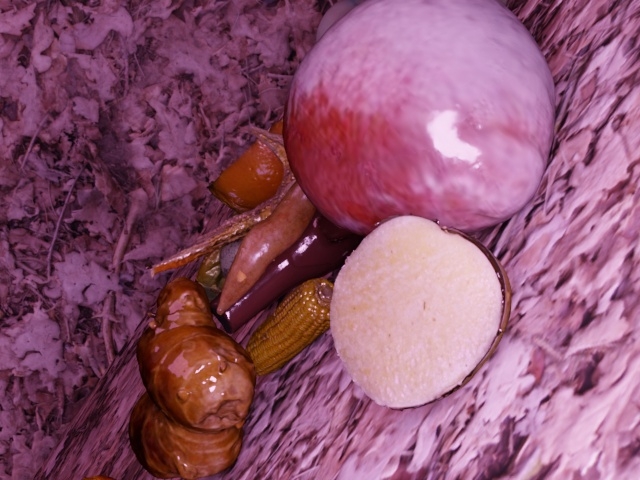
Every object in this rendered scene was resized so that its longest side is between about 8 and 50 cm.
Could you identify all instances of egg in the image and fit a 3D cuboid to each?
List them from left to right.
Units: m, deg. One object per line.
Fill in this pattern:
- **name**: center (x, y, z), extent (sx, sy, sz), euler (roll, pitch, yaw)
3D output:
- **egg**: center (-0.116, 0.038, 2.023), extent (0.132, 0.132, 0.172), euler (-57, 22, -4)

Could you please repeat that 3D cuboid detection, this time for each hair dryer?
- **hair dryer**: center (0.000, 0.000, 1.581), extent (0.312, 0.123, 0.340), euler (-42, 6, -23)

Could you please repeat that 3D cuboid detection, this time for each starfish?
- **starfish**: center (-0.114, -0.077, 1.880), extent (0.383, 0.132, 0.398), euler (-31, 19, 14)

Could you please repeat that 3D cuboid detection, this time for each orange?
- **orange**: center (-0.105, -0.163, 2.219), extent (0.310, 0.274, 0.274), euler (26, 81, 52)

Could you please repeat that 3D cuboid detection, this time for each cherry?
- **cherry**: center (0.129, -0.149, 1.269), extent (0.335, 0.291, 0.326), euler (-3, 41, 52)

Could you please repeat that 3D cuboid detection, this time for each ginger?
- **ginger**: center (-0.210, 0.221, 1.623), extent (0.274, 0.152, 0.358), euler (57, 145, 33)

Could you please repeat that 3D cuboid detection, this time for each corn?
- **corn**: center (-0.049, 0.134, 1.640), extent (0.231, 0.080, 0.080), euler (-43, 18, 42)

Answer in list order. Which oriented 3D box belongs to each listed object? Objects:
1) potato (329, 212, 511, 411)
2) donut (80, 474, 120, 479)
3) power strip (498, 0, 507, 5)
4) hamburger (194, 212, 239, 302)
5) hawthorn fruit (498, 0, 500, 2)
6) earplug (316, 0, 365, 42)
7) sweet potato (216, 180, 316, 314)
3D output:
- **potato**: center (0.120, 0.070, 1.083), extent (0.202, 0.117, 0.182), euler (-48, 57, 28)
- **donut**: center (-0.340, 0.453, 1.770), extent (0.101, 0.152, 0.259), euler (-62, 9, 6)
- **power strip**: center (0.258, -0.404, 1.807), extent (0.053, 0.093, 0.288), euler (-35, 24, 52)
- **hamburger**: center (-0.175, 0.030, 2.270), extent (0.235, 0.125, 0.214), euler (116, 173, -73)
- **hawthorn fruit**: center (0.192, -0.294, 1.596), extent (0.189, 0.189, 0.189), euler (-52, 13, 17)
- **earplug**: center (0.120, -0.391, 2.190), extent (0.185, 0.185, 0.324), euler (-56, 20, 2)
- **sweet potato**: center (-0.061, -0.014, 1.540), extent (0.281, 0.059, 0.067), euler (-48, 11, -10)
